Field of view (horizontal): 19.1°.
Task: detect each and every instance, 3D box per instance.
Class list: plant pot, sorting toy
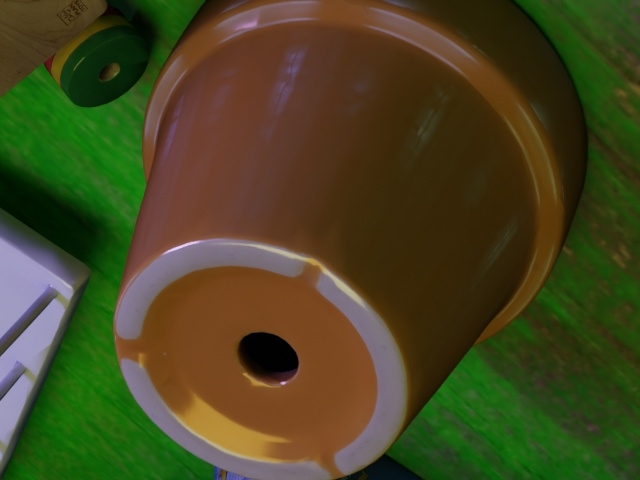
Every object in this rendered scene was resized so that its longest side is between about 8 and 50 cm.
[{"bbox_3d":[0.000,0.000,0.842,0.205,0.188,0.205,10,127,13],"label":"plant pot"},{"bbox_3d":[-0.180,-0.105,0.809,0.132,0.274,0.046,-39,64,1],"label":"sorting toy"}]

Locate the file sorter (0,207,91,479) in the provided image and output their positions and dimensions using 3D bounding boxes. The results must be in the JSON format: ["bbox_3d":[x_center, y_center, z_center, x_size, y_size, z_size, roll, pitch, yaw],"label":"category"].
[{"bbox_3d":[-0.277,0.095,0.998,0.193,0.173,0.278,33,133,4],"label":"file sorter"}]

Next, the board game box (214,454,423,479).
[{"bbox_3d":[0.006,0.170,0.989,0.194,0.194,0.060,41,122,7],"label":"board game box"}]
